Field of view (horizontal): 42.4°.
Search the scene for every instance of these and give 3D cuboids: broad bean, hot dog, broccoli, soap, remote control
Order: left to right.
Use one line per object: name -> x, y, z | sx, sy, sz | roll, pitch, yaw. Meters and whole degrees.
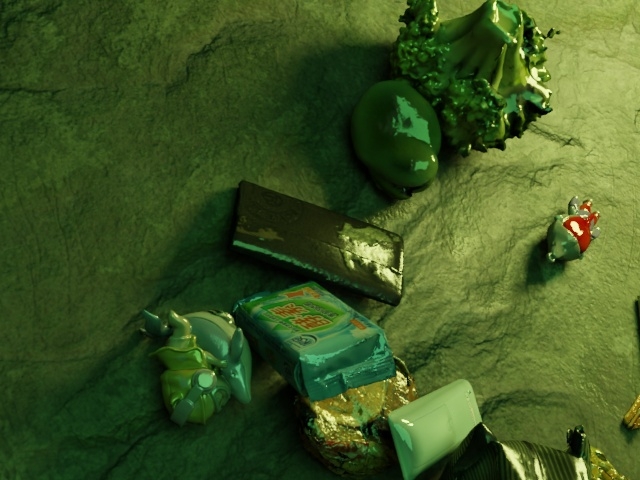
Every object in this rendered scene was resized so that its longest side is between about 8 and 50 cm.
soap -> -0.020, 0.144, 1.273 | 0.156, 0.293, 0.077 | -17, 113, -25
broad bean -> 0.142, -0.187, 1.545 | 0.169, 0.100, 0.228 | -2, 77, 2
remote control -> 0.192, 0.295, 1.313 | 0.293, 0.051, 0.103 | -5, 79, -59
broccoli -> 0.308, -0.358, 1.588 | 0.293, 0.281, 0.348 | -38, 87, -18
hot dog -> 0.603, 0.326, 1.566 | 0.037, 0.021, 0.083 | 38, 60, 22

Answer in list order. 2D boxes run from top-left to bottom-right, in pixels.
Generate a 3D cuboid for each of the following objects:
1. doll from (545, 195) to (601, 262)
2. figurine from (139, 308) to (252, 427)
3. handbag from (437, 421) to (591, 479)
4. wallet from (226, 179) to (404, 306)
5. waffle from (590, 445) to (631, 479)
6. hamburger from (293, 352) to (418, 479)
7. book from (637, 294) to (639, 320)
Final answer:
doll -> 0.501, -0.015, 1.640 | 0.102, 0.075, 0.227 | 53, 50, -5
figurine -> -0.192, 0.184, 1.248 | 0.208, 0.128, 0.184 | 32, 62, 3
handbag -> 0.292, 0.430, 1.196 | 0.247, 0.240, 0.340 | 5, 41, 0
wallet -> 0.000, 0.000, 1.427 | 0.321, 0.044, 0.170 | 18, 43, -14
waffle -> 0.529, 0.462, 1.397 | 0.291, 0.051, 0.291 | 36, 16, -12
hamburger -> 0.054, 0.266, 1.321 | 0.231, 0.107, 0.231 | 8, 62, -15
book -> 0.750, 0.204, 1.677 | 0.232, 0.022, 0.162 | 11, 66, -18
